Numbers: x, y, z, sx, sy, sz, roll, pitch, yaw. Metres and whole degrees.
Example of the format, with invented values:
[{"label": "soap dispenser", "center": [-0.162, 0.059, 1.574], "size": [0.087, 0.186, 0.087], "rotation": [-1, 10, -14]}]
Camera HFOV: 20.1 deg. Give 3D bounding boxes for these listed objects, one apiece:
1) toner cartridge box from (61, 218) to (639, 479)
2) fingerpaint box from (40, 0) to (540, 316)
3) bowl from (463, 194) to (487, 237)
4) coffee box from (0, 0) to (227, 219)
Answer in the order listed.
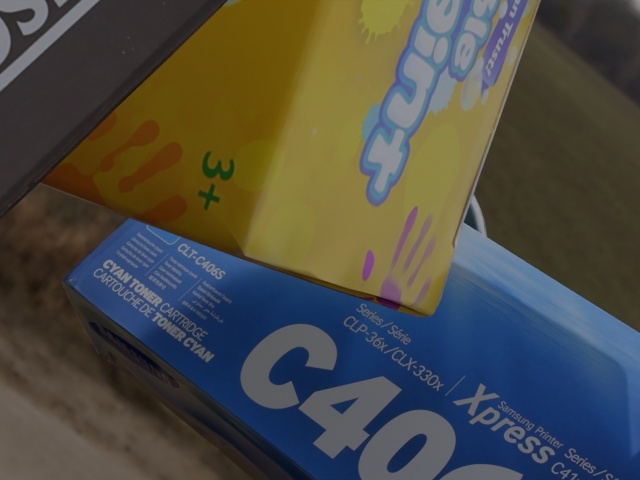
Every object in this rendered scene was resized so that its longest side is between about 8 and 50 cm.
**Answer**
[{"label": "toner cartridge box", "center": [0.038, 0.071, 0.939], "size": [0.348, 0.165, 0.075], "rotation": [33, -24, 34]}, {"label": "fingerpaint box", "center": [-0.065, -0.240, 0.741], "size": [0.371, 0.445, 0.163], "rotation": [20, 1, 31]}, {"label": "bowl", "center": [0.015, 0.081, 1.558], "size": [0.311, 0.311, 0.163], "rotation": [50, -10, 45]}, {"label": "coffee box", "center": [-0.170, -0.124, 0.423], "size": [0.297, 0.168, 0.119], "rotation": [48, -22, -13]}]
